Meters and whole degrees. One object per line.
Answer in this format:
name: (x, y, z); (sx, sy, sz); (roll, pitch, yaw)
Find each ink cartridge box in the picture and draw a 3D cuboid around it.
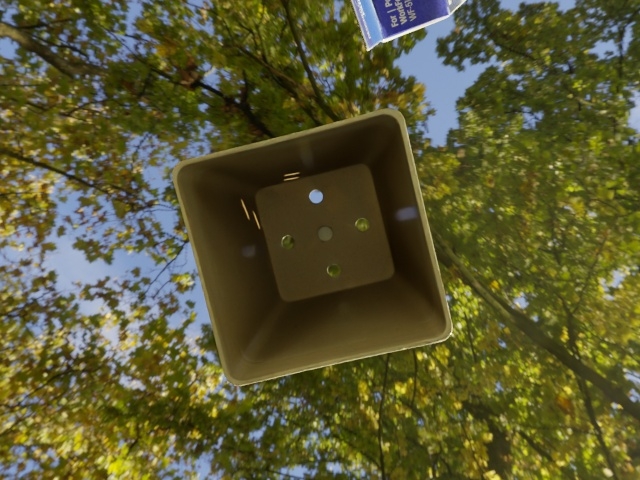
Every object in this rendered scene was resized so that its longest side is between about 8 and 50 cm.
ink cartridge box: (0.083, -0.289, 0.622); (0.065, 0.332, 0.165); (-12, -69, 25)

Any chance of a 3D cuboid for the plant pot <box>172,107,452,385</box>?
plant pot: (0.000, 0.000, 0.352); (0.109, 0.096, 0.108); (-13, -85, 6)
